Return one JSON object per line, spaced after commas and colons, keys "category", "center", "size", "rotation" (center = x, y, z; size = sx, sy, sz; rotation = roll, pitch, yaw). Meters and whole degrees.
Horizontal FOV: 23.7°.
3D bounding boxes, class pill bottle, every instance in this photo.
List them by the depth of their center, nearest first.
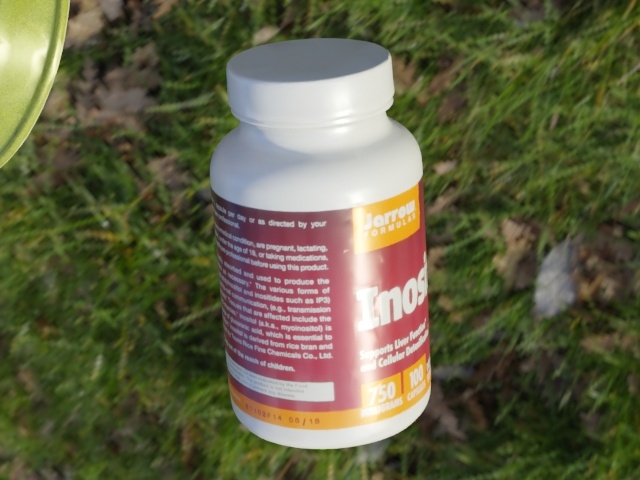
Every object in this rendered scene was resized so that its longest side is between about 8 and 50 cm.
{"category": "pill bottle", "center": [0.000, 0.000, 0.615], "size": [0.086, 0.086, 0.152], "rotation": [5, 113, 21]}

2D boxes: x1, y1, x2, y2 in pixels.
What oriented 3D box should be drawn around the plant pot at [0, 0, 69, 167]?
{"category": "plant pot", "center": [-0.494, -0.254, 1.489], "size": [0.366, 0.353, 0.366], "rotation": [-6, 82, 47]}
